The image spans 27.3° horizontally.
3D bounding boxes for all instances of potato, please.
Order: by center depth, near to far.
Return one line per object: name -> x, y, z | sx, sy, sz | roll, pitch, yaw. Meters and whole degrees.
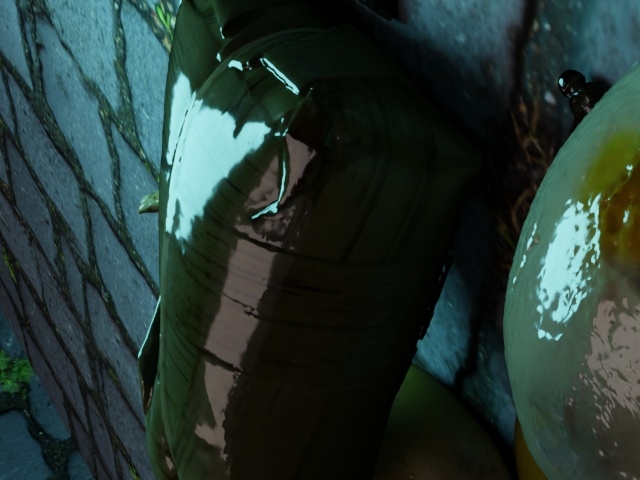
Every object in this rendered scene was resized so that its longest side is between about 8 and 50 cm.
potato -> 0.082, 0.197, 1.208 | 0.234, 0.146, 0.150 | 38, 113, 52

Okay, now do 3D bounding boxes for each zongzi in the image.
zongzi -> -0.072, 0.016, 1.183 | 0.467, 0.218, 0.500 | -121, 43, -55

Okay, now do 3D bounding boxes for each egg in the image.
egg -> 0.200, 0.064, 0.693 | 0.337, 0.201, 0.337 | 53, 156, 37

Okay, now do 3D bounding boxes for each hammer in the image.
hammer -> 0.173, -0.035, 0.896 | 0.065, 0.021, 0.178 | 51, 154, 33

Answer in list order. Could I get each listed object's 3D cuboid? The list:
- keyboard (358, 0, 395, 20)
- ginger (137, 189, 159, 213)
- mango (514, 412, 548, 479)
keyboard -> -0.008, -0.261, 1.095 | 0.230, 0.025, 0.094 | 44, 151, 45
ginger -> -0.131, 0.027, 1.612 | 0.288, 0.075, 0.089 | 50, 176, 27
mango -> 0.201, 0.181, 0.920 | 0.138, 0.113, 0.253 | 37, 145, 56
